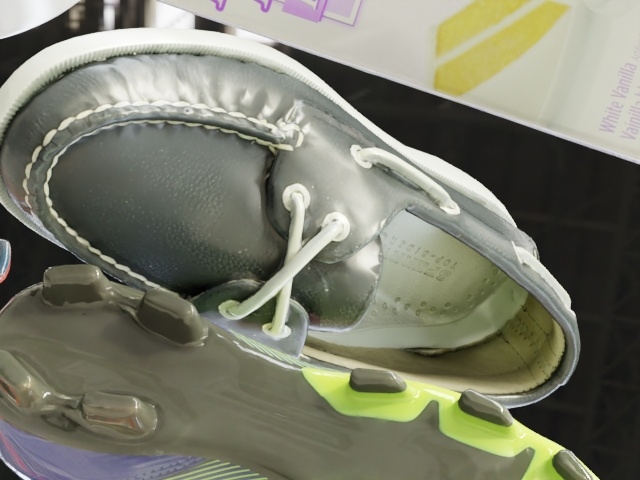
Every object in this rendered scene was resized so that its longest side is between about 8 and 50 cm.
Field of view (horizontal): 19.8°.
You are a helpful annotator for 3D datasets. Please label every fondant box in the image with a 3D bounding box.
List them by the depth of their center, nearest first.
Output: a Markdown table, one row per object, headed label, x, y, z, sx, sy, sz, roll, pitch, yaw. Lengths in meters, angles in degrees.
| label | x | y | z | sx | sy | sz | roll | pitch | yaw |
| --- | --- | --- | --- | --- | --- | --- | --- | --- | --- |
| fondant box | 0.073 | -0.197 | 0.962 | 0.330 | 0.096 | 0.238 | 20 | -84 | 11 |

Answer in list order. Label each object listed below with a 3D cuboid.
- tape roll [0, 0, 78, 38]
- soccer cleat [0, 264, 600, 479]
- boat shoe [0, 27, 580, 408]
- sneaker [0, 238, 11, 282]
| label | x | y | z | sx | sy | sz | roll | pitch | yaw |
| --- | --- | --- | --- | --- | --- | --- | --- | --- | --- |
| tape roll | -0.334 | -0.298 | 1.670 | 0.286 | 0.286 | 0.100 | 35 | -34 | 31 |
| soccer cleat | 0.002 | 0.100 | 0.687 | 0.289 | 0.093 | 0.121 | 24 | -29 | 16 |
| boat shoe | 0.000 | 0.000 | 0.752 | 0.114 | 0.302 | 0.091 | -56 | -134 | 21 |
| sneaker | -0.394 | -0.052 | 1.541 | 0.148 | 0.350 | 0.131 | -23 | -132 | 20 |
